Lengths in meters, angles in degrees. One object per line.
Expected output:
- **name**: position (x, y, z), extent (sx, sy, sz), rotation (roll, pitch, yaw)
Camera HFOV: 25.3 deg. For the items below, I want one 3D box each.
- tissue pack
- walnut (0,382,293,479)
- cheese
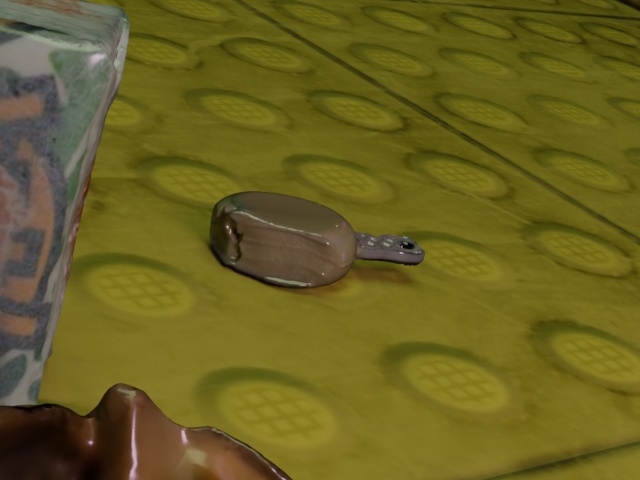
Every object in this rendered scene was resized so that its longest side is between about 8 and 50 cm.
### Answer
- **tissue pack**: position (-0.278, -0.047, 0.763), extent (0.310, 0.228, 0.128), rotation (14, 21, -8)
- **walnut**: position (-0.096, 0.165, 0.459), extent (0.238, 0.141, 0.204), rotation (-30, 85, -43)
- **cheese**: position (0.000, 0.003, 1.082), extent (0.171, 0.048, 0.092), rotation (13, 23, -9)
